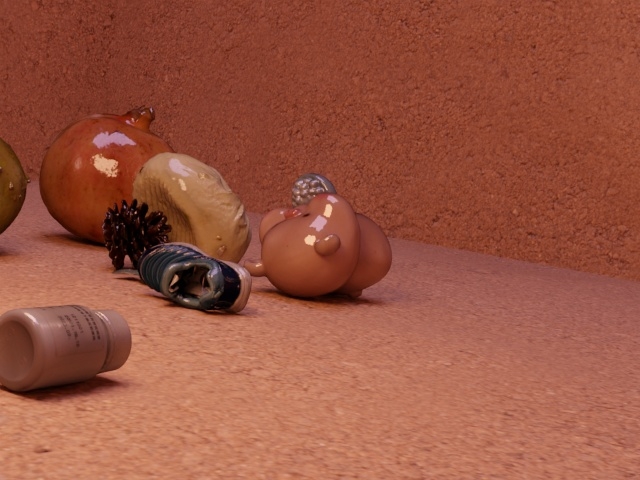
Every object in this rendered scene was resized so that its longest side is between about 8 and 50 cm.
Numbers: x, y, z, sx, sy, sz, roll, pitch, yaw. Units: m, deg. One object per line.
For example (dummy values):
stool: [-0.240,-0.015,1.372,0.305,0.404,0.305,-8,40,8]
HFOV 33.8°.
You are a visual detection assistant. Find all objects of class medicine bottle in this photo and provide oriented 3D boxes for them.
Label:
medicine bottle: [-0.256,0.104,1.048,0.080,0.080,0.130,10,5,31]

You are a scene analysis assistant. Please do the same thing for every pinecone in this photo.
pinecone: [-0.337,-0.011,1.939,0.121,0.140,0.140,-7,3,7]

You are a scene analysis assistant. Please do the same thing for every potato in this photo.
potato: [-0.687,-0.099,1.938,0.270,0.219,0.359,-20,15,-26]

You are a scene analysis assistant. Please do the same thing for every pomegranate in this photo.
pomegranate: [-0.453,-0.150,2.325,0.338,0.338,0.338,7,5,-1]

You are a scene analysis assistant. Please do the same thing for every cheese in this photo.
cheese: [-0.295,0.061,1.816,0.121,0.026,0.067,9,5,27]

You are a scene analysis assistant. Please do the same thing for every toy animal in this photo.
toy animal: [0.006,0.020,1.906,0.210,0.229,0.221,-21,-55,32]

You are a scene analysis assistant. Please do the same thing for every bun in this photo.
bun: [-0.240,-0.052,2.033,0.259,0.259,0.160,11,34,41]

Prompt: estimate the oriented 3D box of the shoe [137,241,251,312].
shoe: [-0.208,0.054,1.624,0.207,0.091,0.106,15,3,35]
